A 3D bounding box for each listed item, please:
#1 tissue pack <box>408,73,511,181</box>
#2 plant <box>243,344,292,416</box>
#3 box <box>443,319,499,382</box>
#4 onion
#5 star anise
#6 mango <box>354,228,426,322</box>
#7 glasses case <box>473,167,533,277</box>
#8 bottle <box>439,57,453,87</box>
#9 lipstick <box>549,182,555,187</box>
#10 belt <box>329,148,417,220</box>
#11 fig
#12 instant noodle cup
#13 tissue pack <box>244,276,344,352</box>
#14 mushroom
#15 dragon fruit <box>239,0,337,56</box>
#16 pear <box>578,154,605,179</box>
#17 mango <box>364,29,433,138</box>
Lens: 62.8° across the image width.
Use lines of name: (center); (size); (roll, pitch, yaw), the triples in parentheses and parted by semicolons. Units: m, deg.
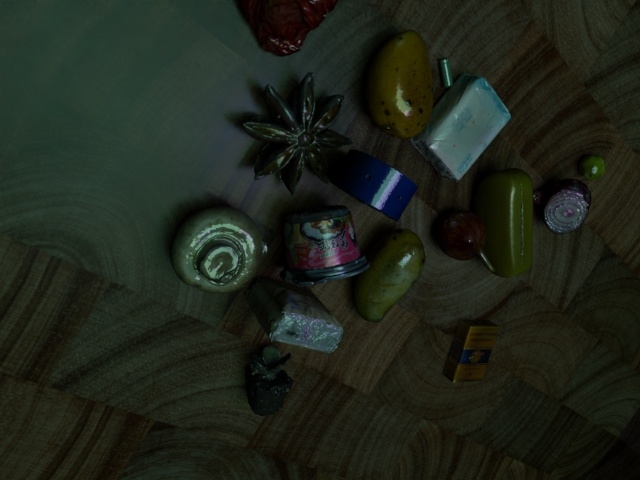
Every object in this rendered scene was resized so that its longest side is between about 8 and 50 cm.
tissue pack: (0.430, -0.346, 1.606); (0.201, 0.124, 0.271); (39, 90, -28)
plant: (-0.162, 0.426, 1.603); (0.142, 0.131, 0.203); (6, 116, -26)
box: (0.574, 0.422, 1.999); (0.152, 0.070, 0.238); (5, 108, -28)
onion: (0.848, -0.139, 1.886); (0.217, 0.140, 0.195); (18, 129, 12)
star anise: (-0.062, -0.282, 1.396); (0.331, 0.117, 0.332); (-16, 123, -26)
mango: (0.206, 0.110, 1.656); (0.176, 0.176, 0.330); (37, 114, -1)
glasses case: (0.609, -0.057, 1.770); (0.141, 0.173, 0.372); (-17, 113, -20)
bottle: (0.376, -0.503, 1.572); (0.030, 0.030, 0.083); (-26, 117, -15)
lipstick: (0.888, -0.199, 1.943); (0.094, 0.019, 0.019); (3, 108, -27)
belt: (0.144, -0.151, 1.415); (0.212, 0.347, 0.117); (29, 95, -6)
fig: (0.476, -0.004, 1.708); (0.174, 0.207, 0.175); (-8, 116, -16)
instant noodle cup: (0.000, 0.000, 1.474); (0.258, 0.302, 0.182); (-7, 100, 10)
tissue pack: (-0.078, 0.200, 1.485); (0.214, 0.256, 0.123); (20, 102, -29)
mushroom: (-0.263, 0.027, 1.378); (0.254, 0.184, 0.255); (-3, 100, -15)
dragon fruit: (-0.050, -0.604, 1.261); (0.240, 0.302, 0.331); (-34, 144, -47)
pear: (1.003, -0.272, 1.937); (0.097, 0.092, 0.092); (-44, 123, -24)
mango: (0.218, -0.430, 1.453); (0.190, 0.160, 0.291); (-2, 106, -16)
